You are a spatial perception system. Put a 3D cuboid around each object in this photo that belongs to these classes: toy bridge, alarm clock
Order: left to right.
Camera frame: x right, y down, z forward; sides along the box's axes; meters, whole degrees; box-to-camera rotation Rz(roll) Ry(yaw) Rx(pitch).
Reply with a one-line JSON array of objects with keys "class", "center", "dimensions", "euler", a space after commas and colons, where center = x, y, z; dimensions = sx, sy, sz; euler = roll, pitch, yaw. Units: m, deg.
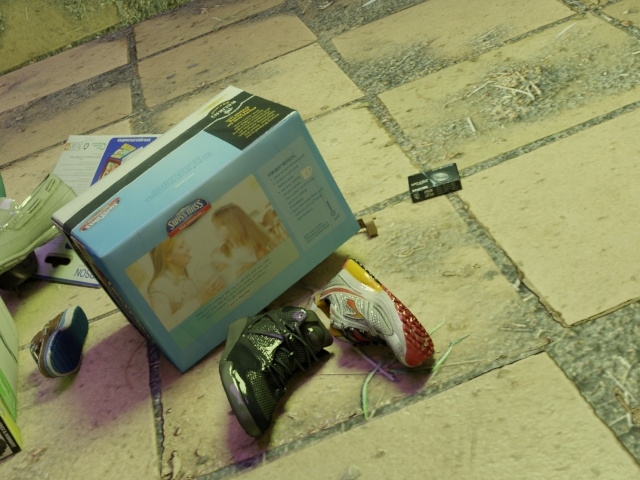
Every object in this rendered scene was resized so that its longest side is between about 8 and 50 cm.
[{"class": "alarm clock", "center": [-0.575, 0.009, 1.834], "dimensions": [0.064, 0.129, 0.192], "euler": [-37, 40, 14]}, {"class": "toy bridge", "center": [0.000, 0.000, 1.583], "dimensions": [0.188, 0.026, 0.063], "euler": [-23, 26, -1]}]

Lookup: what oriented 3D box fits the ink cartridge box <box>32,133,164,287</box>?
[{"class": "ink cartridge box", "center": [-0.424, -0.054, 1.887], "dimensions": [0.304, 0.072, 0.307], "euler": [5, 70, 41]}]

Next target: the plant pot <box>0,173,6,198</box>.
[{"class": "plant pot", "center": [-0.723, -0.020, 1.948], "dimensions": [0.290, 0.195, 0.290], "euler": [-16, 27, 9]}]

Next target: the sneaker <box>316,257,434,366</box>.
[{"class": "sneaker", "center": [0.068, 0.108, 1.295], "dimensions": [0.093, 0.088, 0.225], "euler": [-45, 29, -2]}]

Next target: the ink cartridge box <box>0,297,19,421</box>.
[{"class": "ink cartridge box", "center": [-0.569, 0.198, 1.522], "dimensions": [0.198, 0.114, 0.273], "euler": [-22, 27, -4]}]

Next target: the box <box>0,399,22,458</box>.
[{"class": "box", "center": [-0.529, 0.289, 1.361], "dimensions": [0.232, 0.087, 0.058], "euler": [-24, 27, -9]}]

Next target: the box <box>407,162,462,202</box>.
[{"class": "box", "center": [0.184, -0.094, 1.634], "dimensions": [0.083, 0.018, 0.067], "euler": [-15, 27, 11]}]

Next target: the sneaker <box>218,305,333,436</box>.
[{"class": "sneaker", "center": [-0.054, 0.151, 1.275], "dimensions": [0.130, 0.087, 0.227], "euler": [-23, 21, 11]}]

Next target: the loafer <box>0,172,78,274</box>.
[{"class": "loafer", "center": [-0.534, -0.016, 1.720], "dimensions": [0.112, 0.111, 0.319], "euler": [-27, 11, 35]}]

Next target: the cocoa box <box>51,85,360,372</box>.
[{"class": "cocoa box", "center": [-0.165, -0.026, 1.479], "dimensions": [0.347, 0.231, 0.228], "euler": [-39, 32, -15]}]

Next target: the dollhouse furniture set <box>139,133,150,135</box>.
[{"class": "dollhouse furniture set", "center": [-0.356, -0.157, 1.993], "dimensions": [0.081, 0.114, 0.091], "euler": [12, 13, 26]}]

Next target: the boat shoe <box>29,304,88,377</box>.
[{"class": "boat shoe", "center": [-0.402, 0.163, 1.536], "dimensions": [0.066, 0.066, 0.183], "euler": [-22, 16, 8]}]
